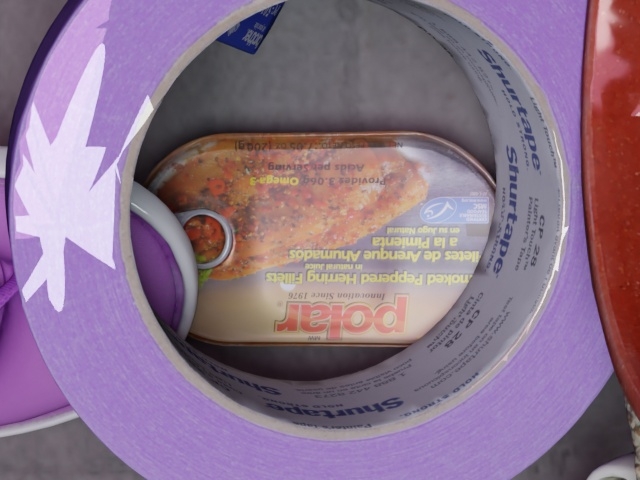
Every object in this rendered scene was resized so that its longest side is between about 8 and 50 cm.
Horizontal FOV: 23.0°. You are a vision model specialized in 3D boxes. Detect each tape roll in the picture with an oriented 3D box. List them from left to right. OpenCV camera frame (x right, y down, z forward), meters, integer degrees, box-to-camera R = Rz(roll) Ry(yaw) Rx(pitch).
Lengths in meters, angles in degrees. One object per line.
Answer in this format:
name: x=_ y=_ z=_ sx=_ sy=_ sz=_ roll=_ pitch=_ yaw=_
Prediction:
tape roll: x=0.004 y=-0.017 z=0.679 sx=0.275 sy=0.090 sz=0.274 roll=-2 pitch=99 yaw=-13

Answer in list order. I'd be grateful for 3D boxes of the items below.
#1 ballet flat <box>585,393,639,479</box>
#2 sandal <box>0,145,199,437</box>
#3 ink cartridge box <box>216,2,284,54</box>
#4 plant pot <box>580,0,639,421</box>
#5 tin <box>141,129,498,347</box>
ballet flat: x=0.161 y=0.253 z=0.698 sx=0.182 sy=0.164 sz=0.482 roll=11 pitch=107 yaw=28
sandal: x=-0.259 y=0.059 z=0.763 sx=0.416 sy=0.102 sz=0.169 roll=-7 pitch=127 yaw=13
ink cartridge box: x=-0.118 y=-0.162 z=0.762 sx=0.207 sy=0.097 sz=0.046 roll=31 pitch=96 yaw=8
plant pot: x=0.252 y=-0.061 z=0.526 sx=0.265 sy=0.272 sz=0.272 roll=2 pitch=93 yaw=-6
tin: x=0.000 y=0.000 z=0.779 sx=0.190 sy=0.040 sz=0.106 roll=1 pitch=88 yaw=9
